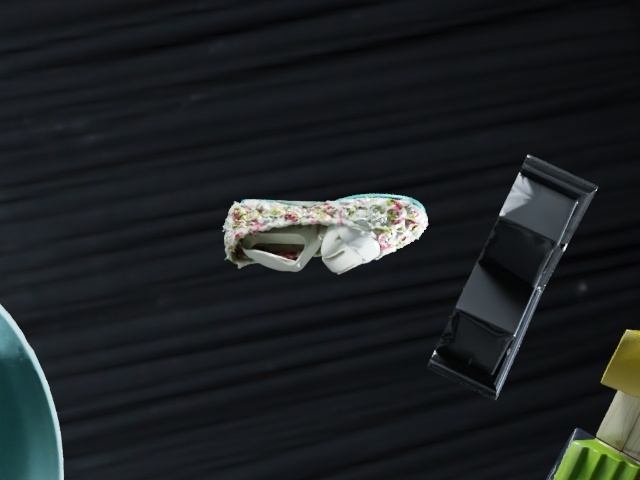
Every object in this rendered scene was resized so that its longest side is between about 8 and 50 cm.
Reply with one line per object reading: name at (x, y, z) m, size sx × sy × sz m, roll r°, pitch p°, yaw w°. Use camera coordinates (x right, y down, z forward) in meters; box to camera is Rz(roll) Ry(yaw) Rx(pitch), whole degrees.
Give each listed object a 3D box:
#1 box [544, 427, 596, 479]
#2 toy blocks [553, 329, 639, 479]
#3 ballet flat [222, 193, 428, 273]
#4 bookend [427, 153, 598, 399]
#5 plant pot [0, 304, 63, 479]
box at (0.314, 0.471, 1.844) m, size 0.395 × 0.294 × 0.212 m, roll -65°, pitch 171°, yaw 25°
toy blocks at (0.342, 0.216, 1.280) m, size 0.261 × 0.191 × 0.381 m, roll 30°, pitch -79°, yaw 29°
ballet flat at (0.000, 0.000, 1.725) m, size 0.091 × 0.241 × 0.077 m, roll 52°, pitch 47°, yaw -43°
bookend at (0.175, 0.033, 1.493) m, size 0.156 × 0.072 × 0.157 m, roll -59°, pitch 172°, yaw -44°
plant pot at (-0.368, 0.179, 1.269) m, size 0.293 × 0.196 × 0.293 m, roll 38°, pitch 44°, yaw -50°
